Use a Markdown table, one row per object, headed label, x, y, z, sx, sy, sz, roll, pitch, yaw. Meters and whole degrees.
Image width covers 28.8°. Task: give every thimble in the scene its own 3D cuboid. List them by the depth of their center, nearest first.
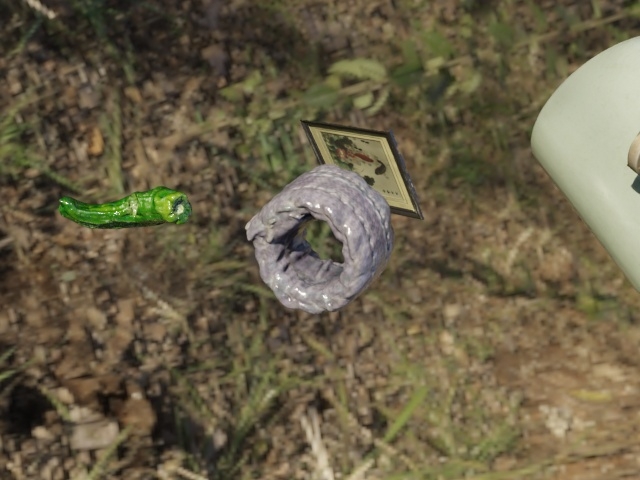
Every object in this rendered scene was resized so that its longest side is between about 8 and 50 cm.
| label | x | y | z | sx | sy | sz | roll | pitch | yaw |
| --- | --- | --- | --- | --- | --- | --- | --- | --- | --- |
| thimble | 0.002 | -0.001 | 1.351 | 0.098 | 0.150 | 0.150 | -42 | 113 | -53 |

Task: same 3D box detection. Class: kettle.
| label | x | y | z | sx | sy | sz | roll | pitch | yaw |
| --- | --- | --- | --- | --- | --- | --- | --- | --- | --- |
| kettle | 0.508 | -0.059 | 1.556 | 0.250 | 0.361 | 0.377 | 90 | -22 | -54 |

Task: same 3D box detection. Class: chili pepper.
| label | x | y | z | sx | sy | sz | roll | pitch | yaw |
| --- | --- | --- | --- | --- | --- | --- | --- | --- | --- |
| chili pepper | -0.241 | -0.041 | 1.590 | 0.073 | 0.182 | 0.050 | -9 | 95 | -67 |

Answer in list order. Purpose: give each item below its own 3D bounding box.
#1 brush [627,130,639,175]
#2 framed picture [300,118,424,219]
| label | x | y | z | sx | sy | sz | roll | pitch | yaw |
| --- | --- | --- | --- | --- | --- | --- | --- | --- | --- |
| brush | 0.492 | -0.162 | 1.423 | 0.327 | 0.065 | 0.070 | -33 | 144 | -14 |
| framed picture | 0.071 | -0.121 | 2.101 | 0.010 | 0.195 | 0.199 | -50 | 134 | -29 |
